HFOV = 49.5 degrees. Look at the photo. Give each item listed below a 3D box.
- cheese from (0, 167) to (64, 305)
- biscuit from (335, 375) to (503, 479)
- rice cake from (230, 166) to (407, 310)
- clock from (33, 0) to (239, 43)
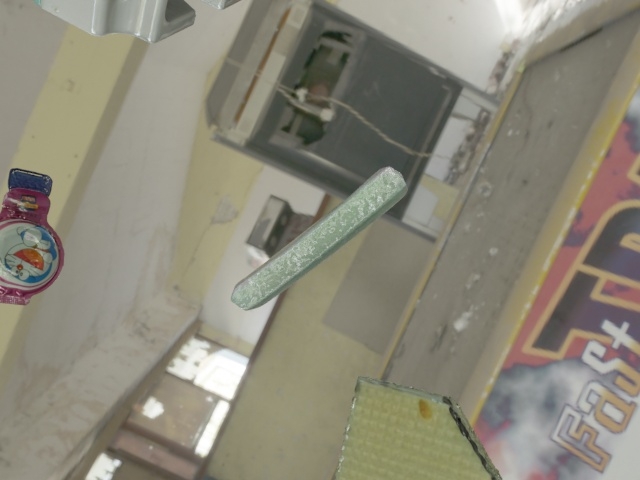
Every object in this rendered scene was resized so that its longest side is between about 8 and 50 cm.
[{"bbox_3d":[-0.520,-0.009,1.210,0.062,0.155,0.244,-22,60,52],"label":"cheese"},{"bbox_3d":[0.063,0.233,0.498,0.046,0.147,0.250,27,-108,-53],"label":"biscuit"},{"bbox_3d":[0.001,-0.001,0.753,0.221,0.042,0.080,-38,-4,8],"label":"rice cake"},{"bbox_3d":[-0.112,-0.311,0.602,0.231,0.116,0.262,-58,-3,41],"label":"clock"}]
